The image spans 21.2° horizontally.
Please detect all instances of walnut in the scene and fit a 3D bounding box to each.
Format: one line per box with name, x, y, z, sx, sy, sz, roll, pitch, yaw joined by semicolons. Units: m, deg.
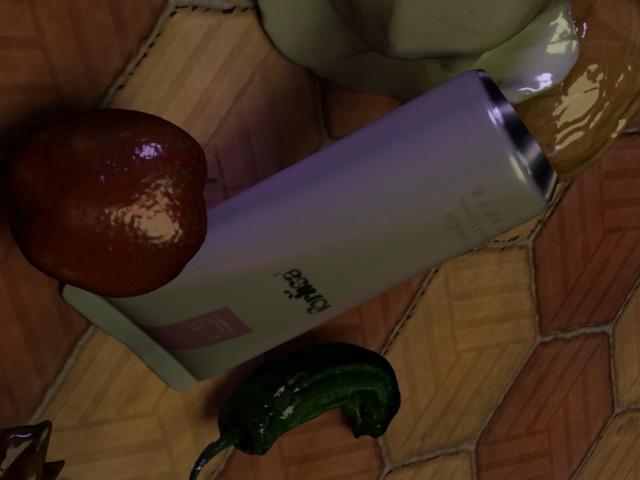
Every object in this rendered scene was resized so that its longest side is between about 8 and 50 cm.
walnut;0.190;-0.137;1.438;0.197;0.165;0.165;-57;142;1

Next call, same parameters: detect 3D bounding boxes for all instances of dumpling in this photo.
dumpling;0.062;-0.226;1.278;0.243;0.187;0.318;-24;133;17

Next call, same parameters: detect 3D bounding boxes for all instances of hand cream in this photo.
hand cream;0.000;0.000;1.282;0.358;0.118;0.185;-29;144;12

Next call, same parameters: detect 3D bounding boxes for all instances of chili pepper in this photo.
chili pepper;-0.017;0.141;1.462;0.279;0.065;0.122;-6;114;-50

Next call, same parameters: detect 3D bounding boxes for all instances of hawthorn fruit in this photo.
hawthorn fruit;-0.148;-0.026;1.167;0.138;0.133;0.133;3;113;-25

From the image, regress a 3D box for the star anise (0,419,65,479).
star anise;-0.250;0.215;1.211;0.196;0.111;0.212;-41;173;28
